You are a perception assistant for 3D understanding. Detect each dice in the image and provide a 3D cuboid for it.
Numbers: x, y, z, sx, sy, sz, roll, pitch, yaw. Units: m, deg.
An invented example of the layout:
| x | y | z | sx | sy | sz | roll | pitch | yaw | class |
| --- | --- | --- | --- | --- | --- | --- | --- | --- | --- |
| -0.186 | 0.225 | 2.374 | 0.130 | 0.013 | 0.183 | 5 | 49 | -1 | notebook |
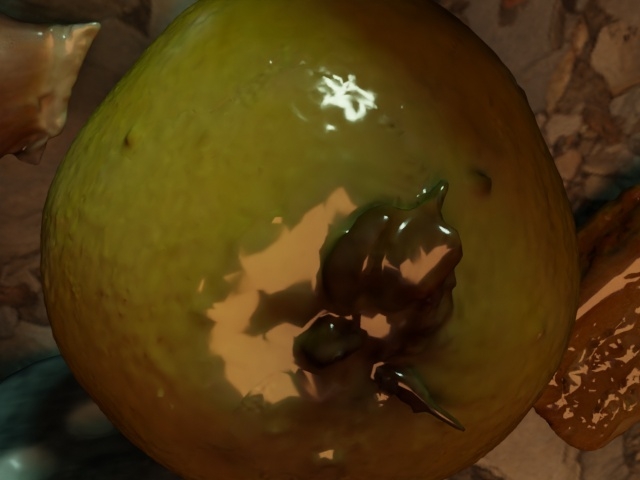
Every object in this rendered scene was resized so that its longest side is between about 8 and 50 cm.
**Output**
| x | y | z | sx | sy | sz | roll | pitch | yaw | class |
| --- | --- | --- | --- | --- | --- | --- | --- | --- | --- |
| -0.121 | 0.180 | 0.665 | 0.183 | 0.182 | 0.181 | -9 | 120 | -1 | dice |

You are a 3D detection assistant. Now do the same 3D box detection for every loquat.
| x | y | z | sx | sy | sz | roll | pitch | yaw | class |
| --- | --- | --- | --- | --- | --- | --- | --- | --- | --- |
| 0.000 | 0.000 | 0.534 | 0.274 | 0.275 | 0.275 | -3 | 118 | -5 | loquat |

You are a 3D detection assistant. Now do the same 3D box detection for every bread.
| x | y | z | sx | sy | sz | roll | pitch | yaw | class |
| --- | --- | --- | --- | --- | --- | --- | --- | --- | --- |
| 0.225 | 0.011 | 0.676 | 0.271 | 0.077 | 0.139 | -43 | 111 | 14 | bread |

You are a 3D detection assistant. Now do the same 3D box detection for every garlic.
| x | y | z | sx | sy | sz | roll | pitch | yaw | class |
| --- | --- | --- | --- | --- | --- | --- | --- | --- | --- |
| -0.263 | -0.079 | 0.508 | 0.266 | 0.128 | 0.148 | -1 | 124 | -47 | garlic |
